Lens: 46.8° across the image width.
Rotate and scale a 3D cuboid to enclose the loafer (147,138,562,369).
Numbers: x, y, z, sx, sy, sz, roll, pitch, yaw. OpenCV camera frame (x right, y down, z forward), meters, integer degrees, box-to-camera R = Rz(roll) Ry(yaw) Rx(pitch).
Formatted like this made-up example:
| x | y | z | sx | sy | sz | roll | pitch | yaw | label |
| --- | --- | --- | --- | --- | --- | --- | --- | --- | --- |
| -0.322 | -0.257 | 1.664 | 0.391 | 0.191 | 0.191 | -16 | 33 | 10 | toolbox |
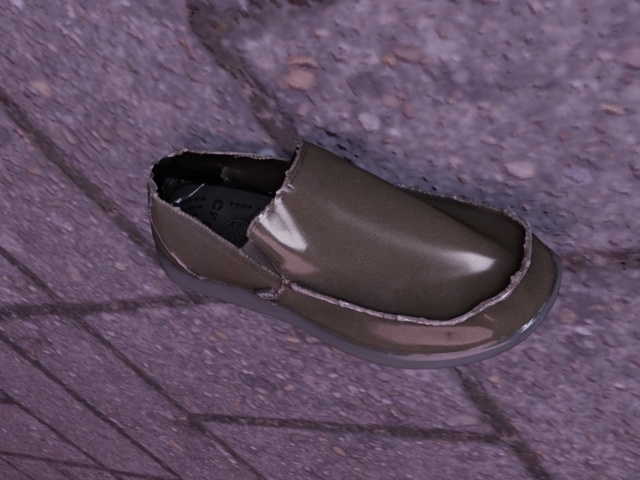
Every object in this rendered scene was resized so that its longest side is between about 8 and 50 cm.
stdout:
| x | y | z | sx | sy | sz | roll | pitch | yaw | label |
| --- | --- | --- | --- | --- | --- | --- | --- | --- | --- |
| 0.000 | 0.000 | 0.403 | 0.251 | 0.094 | 0.087 | 8 | 146 | 26 | loafer |
